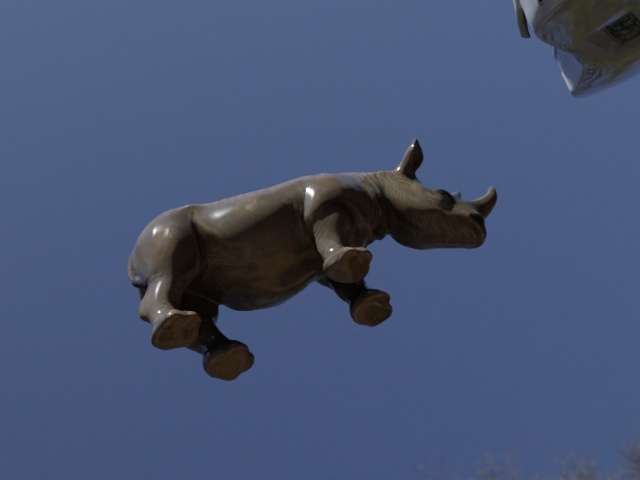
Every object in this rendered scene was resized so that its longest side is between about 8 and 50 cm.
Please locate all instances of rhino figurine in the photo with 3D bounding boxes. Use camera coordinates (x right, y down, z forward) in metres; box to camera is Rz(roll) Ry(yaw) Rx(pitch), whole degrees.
[{"bbox_3d":[0.000,0.000,0.723,0.243,0.106,0.073,-18,-48,-18],"label":"rhino figurine"}]

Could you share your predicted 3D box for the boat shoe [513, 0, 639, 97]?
[{"bbox_3d":[0.177,-0.173,0.809,0.306,0.113,0.105,2,-120,-63],"label":"boat shoe"}]
